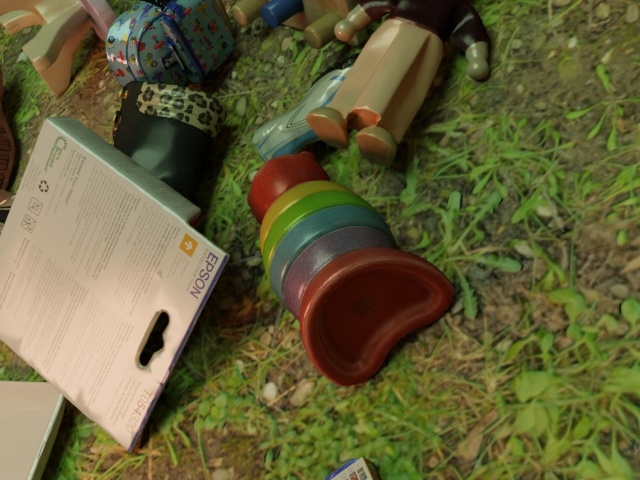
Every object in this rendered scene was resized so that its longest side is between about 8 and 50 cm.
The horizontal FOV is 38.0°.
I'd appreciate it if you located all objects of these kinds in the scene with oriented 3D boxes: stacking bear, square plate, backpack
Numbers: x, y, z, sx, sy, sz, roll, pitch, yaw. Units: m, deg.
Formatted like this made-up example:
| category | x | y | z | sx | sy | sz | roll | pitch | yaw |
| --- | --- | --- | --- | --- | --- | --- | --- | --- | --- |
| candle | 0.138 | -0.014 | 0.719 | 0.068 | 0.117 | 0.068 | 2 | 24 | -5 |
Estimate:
| category | x | y | z | sx | sy | sz | roll | pitch | yaw |
| --- | --- | --- | --- | --- | --- | --- | --- | --- | --- |
| stacking bear | 0.000 | 0.000 | 1.109 | 0.175 | 0.164 | 0.289 | -42 | 42 | 8 |
| square plate | -0.522 | 0.369 | 1.344 | 0.347 | 0.049 | 0.344 | -3 | 63 | 36 |
| backpack | -0.238 | -0.301 | 1.441 | 0.116 | 0.158 | 0.173 | 21 | 56 | 40 |

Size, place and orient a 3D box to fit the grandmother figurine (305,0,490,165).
| category | x | y | z | sx | sy | sz | roll | pitch | yaw |
| --- | --- | --- | --- | --- | --- | --- | --- | --- | --- |
| grandmother figurine | 0.123 | -0.263 | 1.192 | 0.207 | 0.104 | 0.343 | 25 | 73 | 5 |

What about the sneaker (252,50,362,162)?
| category | x | y | z | sx | sy | sz | roll | pitch | yaw |
| --- | --- | --- | --- | --- | --- | --- | --- | --- | --- |
| sneaker | 0.015 | -0.181 | 1.267 | 0.237 | 0.086 | 0.085 | -41 | 16 | -6 |

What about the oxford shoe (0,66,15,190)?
| category | x | y | z | sx | sy | sz | roll | pitch | yaw |
| --- | --- | --- | --- | --- | --- | --- | --- | --- | --- |
| oxford shoe | -0.660 | -0.176 | 1.754 | 0.146 | 0.140 | 0.397 | -48 | 41 | 48 |

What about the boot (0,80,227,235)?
| category | x | y | z | sx | sy | sz | roll | pitch | yaw |
| --- | --- | --- | --- | --- | --- | --- | --- | --- | --- |
| boot | -0.320 | -0.091 | 1.410 | 0.377 | 0.138 | 0.284 | 4 | 68 | 34 |

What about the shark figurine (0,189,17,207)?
| category | x | y | z | sx | sy | sz | roll | pitch | yaw |
| --- | --- | --- | --- | --- | --- | --- | --- | --- | --- |
| shark figurine | -0.545 | -0.027 | 1.561 | 0.278 | 0.116 | 0.166 | -45 | 45 | 3 |

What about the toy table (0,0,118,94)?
| category | x | y | z | sx | sy | sz | roll | pitch | yaw |
| --- | --- | --- | --- | --- | --- | --- | --- | --- | --- |
| toy table | -0.480 | -0.401 | 1.666 | 0.160 | 0.252 | 0.274 | -38 | 33 | -9 |

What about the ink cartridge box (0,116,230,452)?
| category | x | y | z | sx | sy | sz | roll | pitch | yaw |
| --- | --- | --- | --- | --- | --- | --- | --- | --- | --- |
| ink cartridge box | -0.291 | 0.056 | 1.237 | 0.330 | 0.071 | 0.324 | 36 | 112 | 17 |

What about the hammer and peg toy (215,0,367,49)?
| category | x | y | z | sx | sy | sz | roll | pitch | yaw |
| --- | --- | --- | --- | --- | --- | --- | --- | --- | --- |
| hammer and peg toy | -0.083 | -0.429 | 1.374 | 0.127 | 0.266 | 0.361 | -40 | 42 | -21 |

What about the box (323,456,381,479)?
| category | x | y | z | sx | sy | sz | roll | pitch | yaw |
| --- | --- | --- | --- | --- | --- | --- | --- | --- | --- |
| box | 0.038 | 0.295 | 0.980 | 0.081 | 0.028 | 0.136 | -39 | 49 | 12 |
